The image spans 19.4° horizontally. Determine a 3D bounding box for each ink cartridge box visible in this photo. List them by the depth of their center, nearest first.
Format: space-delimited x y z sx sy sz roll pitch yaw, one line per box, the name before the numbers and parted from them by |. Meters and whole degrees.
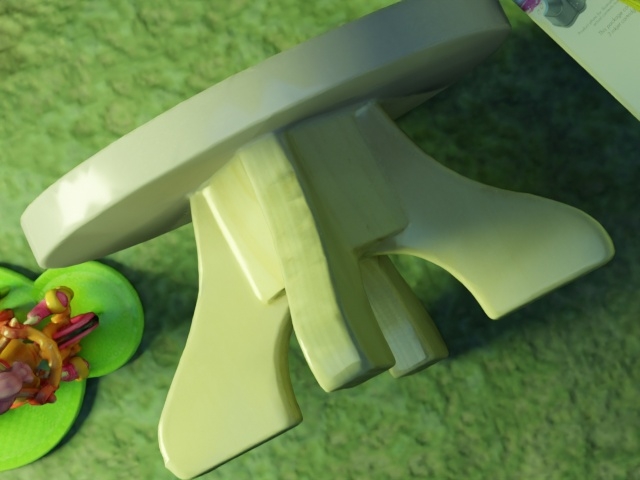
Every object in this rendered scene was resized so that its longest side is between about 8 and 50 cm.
ink cartridge box | 0.120 -0.150 0.969 0.181 0.104 0.061 43 103 -4

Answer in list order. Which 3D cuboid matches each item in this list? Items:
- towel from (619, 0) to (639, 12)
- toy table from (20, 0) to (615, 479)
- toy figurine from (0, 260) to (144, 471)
towel | 0.204 -0.216 0.928 0.102 0.021 0.237 26 76 -8
toy table | 0.000 0.000 0.966 0.274 0.252 0.161 -29 82 21
toy figurine | -0.190 0.085 1.031 0.173 0.159 0.130 -24 100 10
